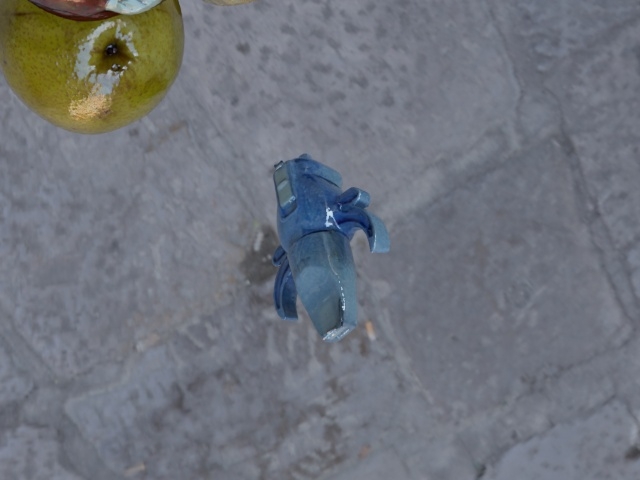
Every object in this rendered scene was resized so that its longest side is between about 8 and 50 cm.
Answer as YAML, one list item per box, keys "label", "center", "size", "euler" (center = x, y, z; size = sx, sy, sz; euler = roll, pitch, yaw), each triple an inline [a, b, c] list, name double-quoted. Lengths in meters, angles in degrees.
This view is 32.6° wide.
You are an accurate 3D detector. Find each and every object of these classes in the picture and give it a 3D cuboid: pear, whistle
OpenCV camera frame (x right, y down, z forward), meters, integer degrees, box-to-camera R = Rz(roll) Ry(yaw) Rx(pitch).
- label: "pear"
  center: [-0.241, -0.217, 1.168]
  size: [0.208, 0.209, 0.209]
  euler: [-8, 119, -14]
- label: "whistle"
  center: [0.000, 0.000, 1.310]
  size: [0.093, 0.269, 0.180]
  euler: [19, 136, -40]

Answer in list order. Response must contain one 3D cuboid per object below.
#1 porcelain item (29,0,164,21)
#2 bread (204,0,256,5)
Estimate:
- label: "porcelain item"
  center: [-0.180, -0.317, 0.943]
  size: [0.252, 0.253, 0.253]
  euler: [-8, 119, -14]
- label: "bread"
  center: [-0.070, -0.408, 1.524]
  size: [0.244, 0.244, 0.134]
  euler: [-16, 110, -10]
